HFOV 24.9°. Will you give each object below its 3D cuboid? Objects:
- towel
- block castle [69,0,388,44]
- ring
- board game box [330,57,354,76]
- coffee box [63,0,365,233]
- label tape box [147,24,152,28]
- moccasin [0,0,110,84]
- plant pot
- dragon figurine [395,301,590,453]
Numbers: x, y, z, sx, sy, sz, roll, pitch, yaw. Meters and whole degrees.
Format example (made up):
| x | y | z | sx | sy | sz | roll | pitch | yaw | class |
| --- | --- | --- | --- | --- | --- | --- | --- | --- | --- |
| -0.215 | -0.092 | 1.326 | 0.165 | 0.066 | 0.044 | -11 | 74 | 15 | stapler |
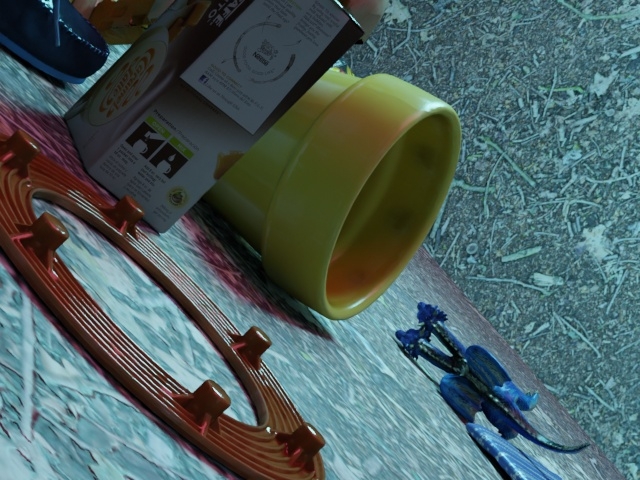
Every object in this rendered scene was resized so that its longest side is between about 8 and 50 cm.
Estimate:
| x | y | z | sx | sy | sz | roll | pitch | yaw | class |
| --- | --- | --- | --- | --- | --- | --- | --- | --- | --- |
| 0.325 | 0.372 | 1.773 | 0.243 | 0.040 | 0.336 | 38 | 8 | -45 | towel |
| -0.140 | -0.359 | 1.451 | 0.453 | 0.213 | 0.303 | 4 | -31 | 36 | block castle |
| -0.109 | 0.040 | 0.981 | 0.336 | 0.032 | 0.336 | 46 | 6 | -7 | ring |
| -0.023 | -0.216 | 2.402 | 0.193 | 0.053 | 0.305 | 58 | 35 | 5 | board game box |
| -0.096 | -0.144 | 1.259 | 0.098 | 0.246 | 0.141 | 42 | 7 | -31 | coffee box |
| -0.289 | -0.404 | 1.972 | 0.240 | 0.106 | 0.333 | 43 | -10 | -19 | label tape box |
| -0.292 | -0.261 | 1.319 | 0.138 | 0.117 | 0.342 | 50 | 7 | 37 | moccasin |
| -0.018 | -0.081 | 1.528 | 0.239 | 0.254 | 0.254 | 31 | 0 | 21 | plant pot |
| 0.212 | 0.193 | 1.893 | 0.144 | 0.085 | 0.289 | 36 | 7 | -48 | dragon figurine |
